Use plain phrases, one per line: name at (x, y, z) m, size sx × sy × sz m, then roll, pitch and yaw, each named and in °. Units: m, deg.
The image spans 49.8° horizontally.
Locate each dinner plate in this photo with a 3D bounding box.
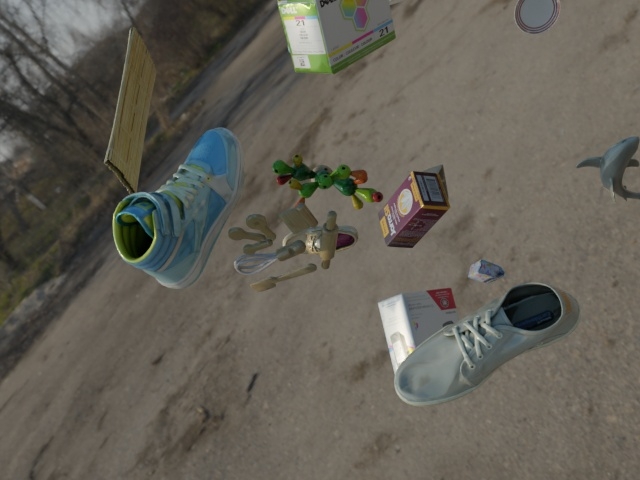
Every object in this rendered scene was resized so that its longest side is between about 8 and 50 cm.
dinner plate at (0.656, -0.697, 2.089) m, size 0.141 × 0.141 × 0.017 m, roll -39°, pitch 25°, yaw 20°

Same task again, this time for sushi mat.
sushi mat at (-0.379, -0.261, 1.394) m, size 0.019 × 0.151 × 0.317 m, roll -1°, pitch 65°, yaw 6°

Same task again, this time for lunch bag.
lunch bag at (0.478, 0.095, 1.979) m, size 0.071 × 0.083 × 0.053 m, roll 133°, pitch 154°, yaw -69°

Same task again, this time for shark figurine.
shark figurine at (0.749, -0.131, 1.715) m, size 0.166 × 0.278 × 0.116 m, roll -18°, pitch 50°, yaw 32°

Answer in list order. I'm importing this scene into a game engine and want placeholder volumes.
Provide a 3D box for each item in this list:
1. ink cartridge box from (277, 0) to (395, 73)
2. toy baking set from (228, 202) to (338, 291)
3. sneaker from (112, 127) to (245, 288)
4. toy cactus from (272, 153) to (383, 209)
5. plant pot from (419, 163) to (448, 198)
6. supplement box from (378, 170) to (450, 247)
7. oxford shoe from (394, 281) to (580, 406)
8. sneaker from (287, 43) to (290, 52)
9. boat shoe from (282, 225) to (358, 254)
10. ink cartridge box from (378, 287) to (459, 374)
ink cartridge box at (0.017, -0.441, 1.185) m, size 0.097 × 0.255 × 0.189 m, roll 15°, pitch 42°, yaw 41°
toy baking set at (-0.065, 0.012, 1.268) m, size 0.256 × 0.196 × 0.030 m, roll 90°, pitch 178°, yaw -53°
sneaker at (-0.253, -0.079, 1.229) m, size 0.127 × 0.208 × 0.319 m, roll 14°, pitch 81°, yaw 25°
toy cactus at (0.009, -0.113, 1.380) m, size 0.180 × 0.219 × 0.112 m, roll -110°, pitch 26°, yaw -78°
plant pot at (0.310, -0.150, 1.999) m, size 0.096 × 0.109 × 0.109 m, roll -6°, pitch 18°, yaw 21°
supplement box at (0.226, -0.073, 1.698) m, size 0.188 × 0.080 × 0.104 m, roll 126°, pitch 139°, yaw -49°
oxford shoe at (0.357, 0.220, 1.529) m, size 0.449 × 0.130 × 0.169 m, roll -29°, pitch 54°, yaw 9°
sneaker at (0.012, -0.587, 1.884) m, size 0.283 × 0.110 × 0.122 m, roll -22°, pitch 42°, yaw 50°
boat shoe at (0.000, 0.000, 1.511) m, size 0.170 × 0.063 × 0.059 m, roll -10°, pitch 12°, yaw 1°
ink cartridge box at (0.330, 0.314, 2.148) m, size 0.131 × 0.226 × 0.306 m, roll -31°, pitch 69°, yaw 50°
